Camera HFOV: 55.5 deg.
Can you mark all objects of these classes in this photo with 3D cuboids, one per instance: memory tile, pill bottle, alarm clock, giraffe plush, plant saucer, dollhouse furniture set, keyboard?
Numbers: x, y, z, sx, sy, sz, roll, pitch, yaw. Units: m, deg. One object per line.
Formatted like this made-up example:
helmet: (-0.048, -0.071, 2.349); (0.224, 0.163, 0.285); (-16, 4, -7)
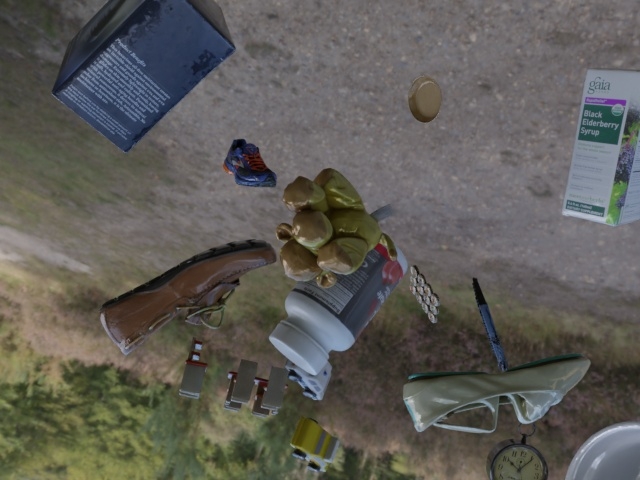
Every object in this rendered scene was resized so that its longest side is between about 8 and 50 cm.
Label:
memory tile: (0.286, 0.148, 1.687); (0.012, 0.148, 0.113); (-17, 138, -14)
pill bottle: (0.035, 0.127, 1.330); (0.176, 0.318, 0.176); (35, 161, 14)
alarm clock: (0.451, 0.501, 1.387); (0.130, 0.191, 0.064); (16, -178, 1)
giraffe plush: (0.000, 0.000, 0.978); (0.210, 0.181, 0.170); (0, 153, -46)
plant saucer: (0.191, -0.253, 1.089); (0.015, 0.083, 0.083); (-15, -178, -34)
dollhouse furniture set: (-0.209, 0.340, 1.515); (0.259, 0.135, 0.262); (15, 157, -7)
keyboard: (0.508, 0.271, 1.811); (0.033, 0.201, 0.317); (-21, 131, 11)

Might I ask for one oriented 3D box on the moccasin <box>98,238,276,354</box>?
moccasin: (-0.255, 0.114, 1.218); (0.146, 0.380, 0.139); (62, -179, -3)

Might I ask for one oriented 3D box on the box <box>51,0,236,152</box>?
box: (-0.343, -0.381, 1.188); (0.183, 0.294, 0.296); (43, -165, -35)

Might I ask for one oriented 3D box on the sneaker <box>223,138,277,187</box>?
sneaker: (-0.169, -0.181, 1.422); (0.083, 0.087, 0.221); (-4, -155, -34)

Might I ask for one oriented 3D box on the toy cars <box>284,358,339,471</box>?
toy cars: (-0.004, 0.439, 1.576); (0.087, 0.393, 0.176); (3, -168, 31)

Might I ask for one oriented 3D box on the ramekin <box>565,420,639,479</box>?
ramekin: (0.487, 0.394, 0.832); (0.135, 0.277, 0.277); (12, 166, -25)

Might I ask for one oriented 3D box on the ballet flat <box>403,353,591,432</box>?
ballet flat: (0.230, 0.201, 0.777); (0.249, 0.086, 0.086); (-7, 159, -2)

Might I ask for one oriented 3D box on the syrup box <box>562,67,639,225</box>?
syrup box: (0.468, -0.151, 0.969); (0.096, 0.236, 0.093); (-10, -159, -39)
